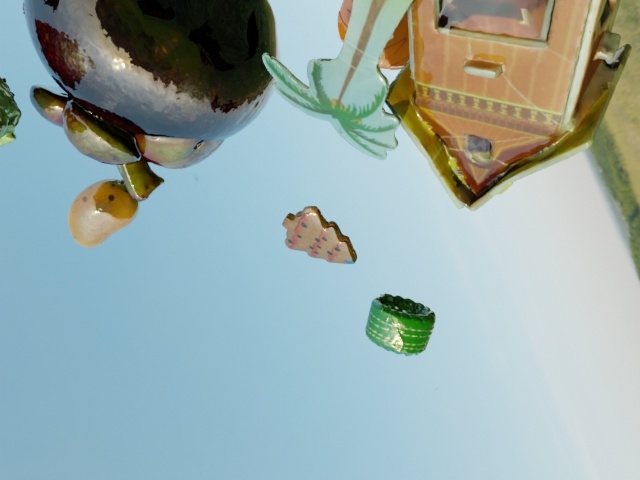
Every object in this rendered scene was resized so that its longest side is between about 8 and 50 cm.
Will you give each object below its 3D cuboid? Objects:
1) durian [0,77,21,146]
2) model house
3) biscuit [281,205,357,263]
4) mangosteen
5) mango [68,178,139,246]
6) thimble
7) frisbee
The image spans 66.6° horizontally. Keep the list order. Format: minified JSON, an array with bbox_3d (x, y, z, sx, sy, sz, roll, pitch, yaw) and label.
[{"bbox_3d":[-0.571,-0.198,0.659,0.340,0.255,0.205,-118,35,-67],"label":"durian"},{"bbox_3d":[0.146,-0.225,0.513,0.300,0.339,0.324,-54,-31,-24],"label":"model house"},{"bbox_3d":[0.000,0.000,0.749,0.129,0.119,0.019,29,-125,-3],"label":"biscuit"},{"bbox_3d":[-0.272,-0.290,0.791,0.381,0.435,0.382,24,-145,-18],"label":"mangosteen"},{"bbox_3d":[-0.482,-0.064,1.069,0.115,0.178,0.090,53,-168,-22],"label":"mango"},{"bbox_3d":[0.154,0.164,0.960,0.118,0.130,0.090,-5,-68,-48],"label":"thimble"},{"bbox_3d":[0.115,-0.337,0.701,0.035,0.191,0.192,44,-149,-69],"label":"frisbee"}]
